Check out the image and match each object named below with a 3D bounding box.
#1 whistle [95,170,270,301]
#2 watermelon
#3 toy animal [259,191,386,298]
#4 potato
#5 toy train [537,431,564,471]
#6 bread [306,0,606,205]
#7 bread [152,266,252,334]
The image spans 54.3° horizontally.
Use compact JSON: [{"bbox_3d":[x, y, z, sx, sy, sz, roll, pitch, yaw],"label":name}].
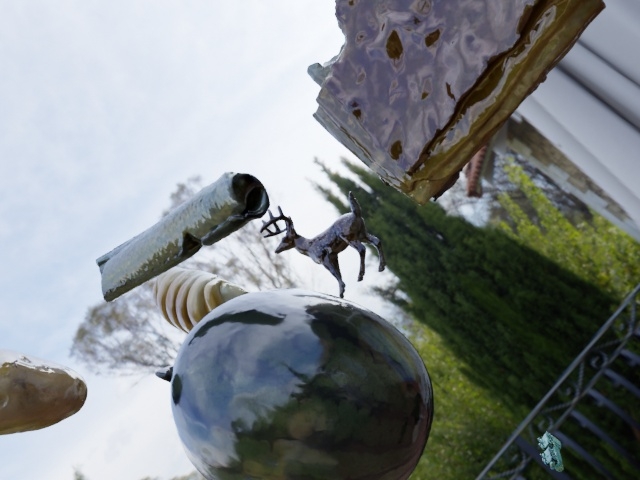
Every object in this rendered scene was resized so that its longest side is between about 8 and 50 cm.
[{"bbox_3d":[-0.197,0.001,0.815,0.326,0.068,0.057,-26,-5,36],"label":"whistle"},{"bbox_3d":[-0.038,0.199,0.800,0.279,0.359,0.278,-18,-69,-62],"label":"watermelon"},{"bbox_3d":[0.008,0.001,1.391,0.243,0.260,0.087,-35,-16,21],"label":"toy animal"},{"bbox_3d":[-0.484,0.239,0.998,0.235,0.161,0.128,22,-79,-30],"label":"potato"},{"bbox_3d":[0.450,0.412,1.213,0.029,0.045,0.092,-51,5,23],"label":"toy train"},{"bbox_3d":[0.117,-0.263,0.714,0.191,0.370,0.314,-9,-35,-49],"label":"bread"},{"bbox_3d":[-0.219,0.132,1.217,0.311,0.173,0.121,3,69,56],"label":"bread"}]
